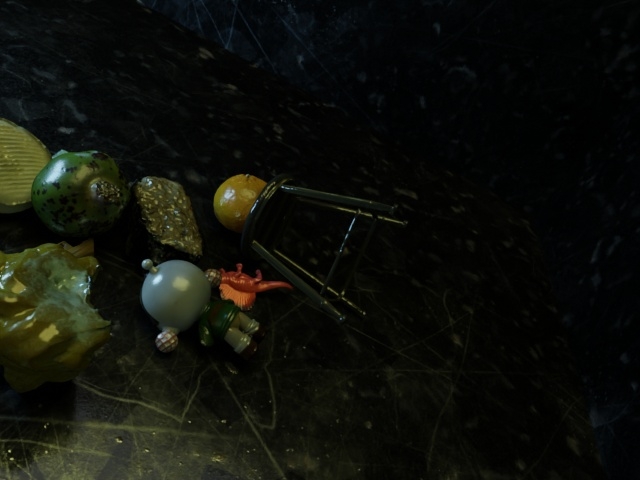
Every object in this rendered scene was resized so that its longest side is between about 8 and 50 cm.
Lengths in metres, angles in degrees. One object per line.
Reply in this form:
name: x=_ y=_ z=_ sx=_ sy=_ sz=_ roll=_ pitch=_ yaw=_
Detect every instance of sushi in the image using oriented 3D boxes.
sushi: x=-0.467 y=-0.047 z=1.555 sx=0.211 sy=0.170 sz=0.350 roll=3 pitch=45 yaw=-37

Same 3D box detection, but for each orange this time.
orange: x=-0.254 y=-0.124 z=1.802 sx=0.219 sy=0.193 sz=0.219 roll=6 pitch=44 yaw=-6

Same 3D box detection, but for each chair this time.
chair: x=0.000 y=0.000 z=1.649 sx=0.410 sy=0.364 sz=0.362 roll=25 pitch=1 yaw=15

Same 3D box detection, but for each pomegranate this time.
pomegranate: x=-0.639 y=-0.126 z=1.441 sx=0.271 sy=0.254 sz=0.254 roll=-2 pitch=16 yaw=36

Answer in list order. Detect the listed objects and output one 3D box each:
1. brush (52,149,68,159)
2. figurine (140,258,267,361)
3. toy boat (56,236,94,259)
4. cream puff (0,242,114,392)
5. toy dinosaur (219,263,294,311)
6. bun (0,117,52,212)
brush: x=-0.756 y=-0.224 z=1.699 sx=0.218 sy=0.010 sz=0.082 roll=29 pitch=34 yaw=-5
figurine: x=-0.319 y=0.181 z=1.395 sx=0.370 sy=0.167 sz=0.281 roll=34 pitch=49 yaw=-5
toy boat: x=-0.674 y=0.045 z=1.387 sx=0.077 sy=0.057 sz=0.200 roll=32 pitch=34 yaw=12
cream puff: x=-0.604 y=0.168 z=1.095 sx=0.274 sy=0.270 sz=0.323 roll=27 pitch=22 yaw=-39
toy dinosaur: x=-0.208 y=0.159 z=1.600 sx=0.286 sy=0.070 sz=0.138 roll=19 pitch=47 yaw=-22
bun: x=-0.883 y=-0.196 z=1.437 sx=0.287 sy=0.146 sz=0.287 roll=42 pitch=34 yaw=-38
